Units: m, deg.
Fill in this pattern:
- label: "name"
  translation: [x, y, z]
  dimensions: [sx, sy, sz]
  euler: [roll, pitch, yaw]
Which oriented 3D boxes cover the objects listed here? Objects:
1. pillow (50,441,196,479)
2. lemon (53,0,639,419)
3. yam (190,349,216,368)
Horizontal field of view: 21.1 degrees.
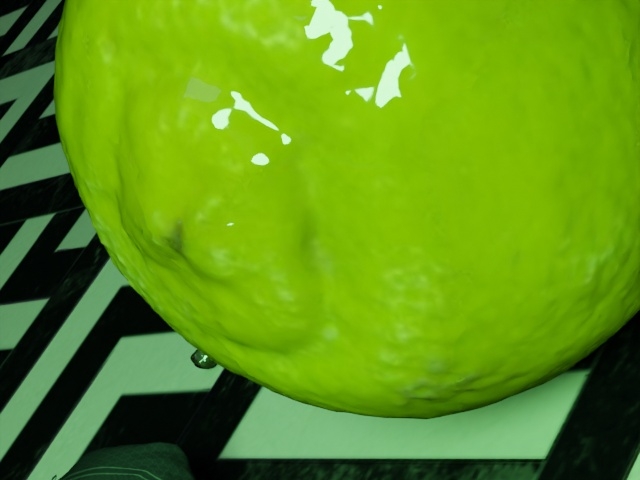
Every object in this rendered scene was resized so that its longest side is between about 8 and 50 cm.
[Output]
- label: "pillow"
  translation: [-0.114, 0.210, 0.895]
  dimensions: [0.161, 0.092, 0.335]
  euler: [-44, 23, 8]
- label: "lemon"
  translation: [0.041, -0.083, 0.844]
  dimensions: [0.348, 0.348, 0.348]
  euler: [-34, 26, 20]
- label: "yam"
  translation: [-0.001, -0.001, 1.141]
  dimensions: [0.234, 0.029, 0.027]
  euler: [-47, -2, -4]
